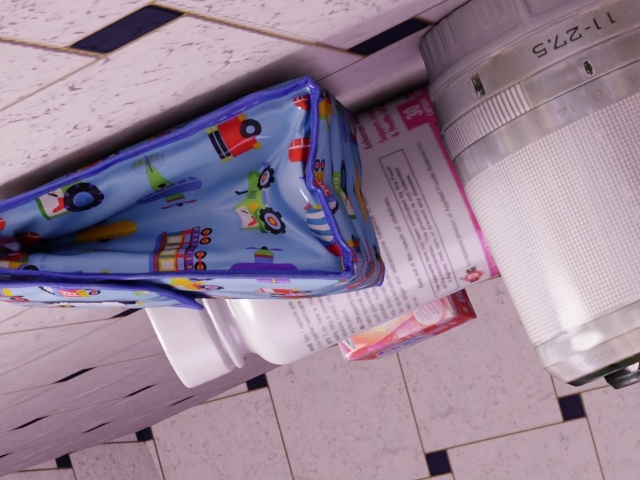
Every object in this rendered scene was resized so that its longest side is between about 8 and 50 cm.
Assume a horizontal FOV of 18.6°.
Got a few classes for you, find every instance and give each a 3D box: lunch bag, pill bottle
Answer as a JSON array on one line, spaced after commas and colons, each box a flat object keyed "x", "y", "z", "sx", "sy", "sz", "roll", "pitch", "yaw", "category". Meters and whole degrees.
[{"x": -0.118, "y": -0.009, "z": 1.335, "sx": 0.293, "sy": 0.138, "sz": 0.221, "roll": -12, "pitch": 176, "yaw": 7, "category": "lunch bag"}, {"x": 0.000, "y": 0.000, "z": 1.533, "sx": 0.283, "sy": 0.160, "sz": 0.160, "roll": -23, "pitch": 174, "yaw": 0, "category": "pill bottle"}]

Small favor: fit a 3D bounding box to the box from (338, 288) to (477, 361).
[{"x": 0.094, "y": 0.063, "z": 2.505, "sx": 0.154, "sy": 0.142, "sz": 0.300, "roll": -24, "pitch": 174, "yaw": 9, "category": "box"}]

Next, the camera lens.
[{"x": 0.211, "y": -0.050, "z": 1.348, "sx": 0.219, "sy": 0.274, "sz": 0.219, "roll": -23, "pitch": 174, "yaw": -3, "category": "camera lens"}]
